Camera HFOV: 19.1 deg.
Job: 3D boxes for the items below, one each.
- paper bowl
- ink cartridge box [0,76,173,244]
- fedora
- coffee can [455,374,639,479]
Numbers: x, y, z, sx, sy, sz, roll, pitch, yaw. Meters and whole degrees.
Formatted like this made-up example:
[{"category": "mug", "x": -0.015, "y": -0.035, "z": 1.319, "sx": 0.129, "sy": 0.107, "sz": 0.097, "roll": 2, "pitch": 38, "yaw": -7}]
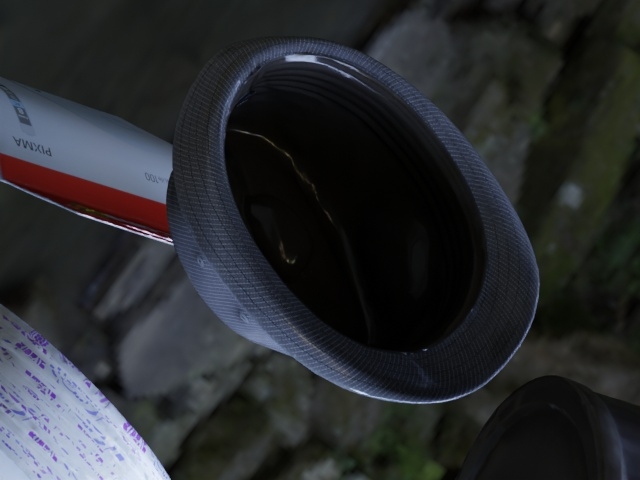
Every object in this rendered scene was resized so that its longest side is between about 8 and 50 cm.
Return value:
[{"category": "paper bowl", "x": -0.259, "y": 0.175, "z": 1.518, "sx": 0.148, "sy": 0.284, "sz": 0.284, "roll": -47, "pitch": 171, "yaw": -22}, {"category": "ink cartridge box", "x": -0.237, "y": -0.083, "z": 2.022, "sx": 0.308, "sy": 0.385, "sz": 0.091, "roll": 18, "pitch": 94, "yaw": -45}, {"category": "fedora", "x": 0.000, "y": 0.000, "z": 1.274, "sx": 0.124, "sy": 0.275, "sz": 0.244, "roll": -36, "pitch": -167, "yaw": 50}, {"category": "coffee can", "x": 0.225, "y": 0.210, "z": 1.081, "sx": 0.201, "sy": 0.275, "sz": 0.201, "roll": -162, "pitch": -90, "yaw": -72}]
